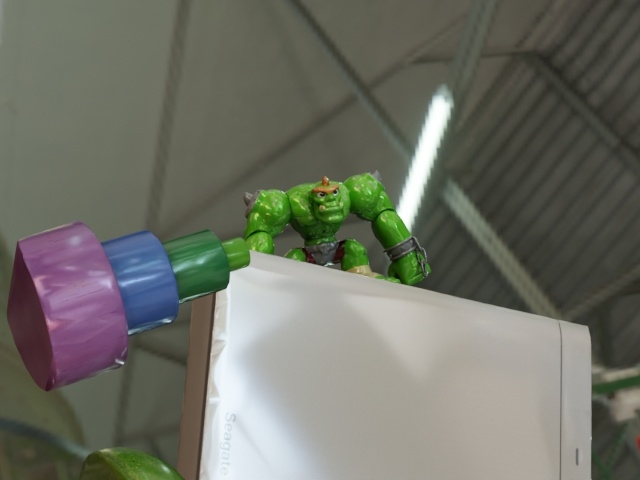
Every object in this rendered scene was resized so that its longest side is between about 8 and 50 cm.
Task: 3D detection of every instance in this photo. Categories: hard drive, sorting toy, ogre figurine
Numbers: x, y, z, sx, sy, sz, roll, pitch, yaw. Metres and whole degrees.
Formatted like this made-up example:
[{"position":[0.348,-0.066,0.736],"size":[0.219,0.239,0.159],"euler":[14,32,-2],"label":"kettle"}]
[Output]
[{"position":[0.061,0.150,1.132],"size":[0.047,0.353,0.233],"euler":[-28,-126,58],"label":"hard drive"},{"position":[-0.013,0.152,0.594],"size":[0.366,0.126,0.127],"euler":[68,-26,11],"label":"sorting toy"},{"position":[0.000,0.000,1.373],"size":[0.097,0.197,0.118],"euler":[53,26,-85],"label":"ogre figurine"}]
